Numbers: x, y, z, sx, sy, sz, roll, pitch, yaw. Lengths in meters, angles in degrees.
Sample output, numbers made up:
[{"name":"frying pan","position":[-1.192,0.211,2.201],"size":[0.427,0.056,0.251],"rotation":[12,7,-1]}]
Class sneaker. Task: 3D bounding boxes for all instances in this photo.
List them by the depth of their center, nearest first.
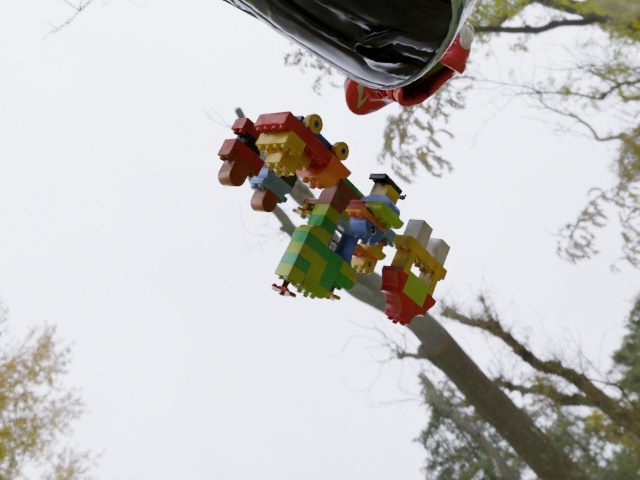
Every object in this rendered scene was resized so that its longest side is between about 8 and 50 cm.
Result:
[{"name":"sneaker","position":[0.129,-0.268,0.990],"size":[0.107,0.118,0.279],"rotation":[25,-28,-29]}]

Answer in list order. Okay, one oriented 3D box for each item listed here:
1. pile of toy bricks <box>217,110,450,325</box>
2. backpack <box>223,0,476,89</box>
[{"name":"pile of toy bricks","position":[0.000,0.000,0.458],"size":[0.212,0.118,0.105],"rotation":[39,-113,-39]},{"name":"backpack","position":[0.020,-0.255,0.484],"size":[0.253,0.225,0.191],"rotation":[38,-107,-2]}]
